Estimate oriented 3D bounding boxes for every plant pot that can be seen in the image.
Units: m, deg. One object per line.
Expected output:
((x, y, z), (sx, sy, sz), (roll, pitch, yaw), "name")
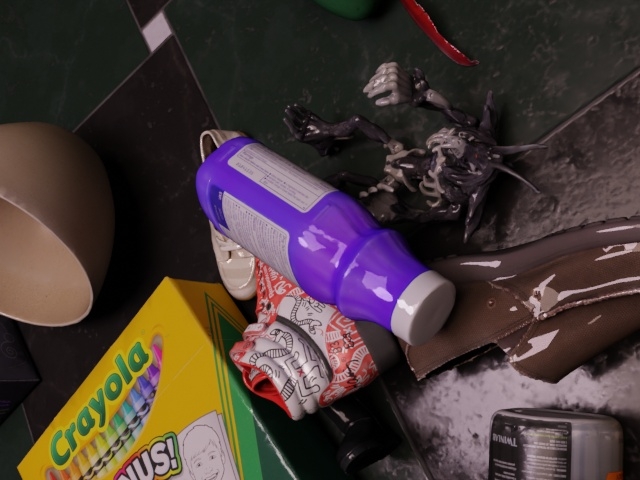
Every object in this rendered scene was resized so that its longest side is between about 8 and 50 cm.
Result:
((-0.389, -0.046, 1.086), (0.284, 0.284, 0.191), (-7, 42, 32), "plant pot")

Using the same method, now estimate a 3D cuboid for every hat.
((0.055, -0.276, 0.952), (0.173, 0.184, 0.209), (-27, 27, 20), "hat")

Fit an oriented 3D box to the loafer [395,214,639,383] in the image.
((0.223, 0.062, 0.742), (0.365, 0.133, 0.130), (-15, 79, 40), "loafer")

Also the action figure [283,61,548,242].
((0.081, -0.085, 0.839), (0.275, 0.141, 0.164), (2, 81, 36), "action figure")

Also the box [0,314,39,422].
((-0.573, 0.231, 1.193), (0.270, 0.165, 0.143), (-44, 62, 19), "box")

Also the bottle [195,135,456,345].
((0.000, 0.000, 0.781), (0.282, 0.118, 0.092), (33, 68, 34), "bottle")

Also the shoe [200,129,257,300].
((-0.113, -0.034, 1.001), (0.076, 0.058, 0.219), (-16, 74, 30), "shoe")

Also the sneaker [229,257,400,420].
((-0.047, 0.070, 0.874), (0.145, 0.090, 0.270), (-31, 50, -12), "sneaker")

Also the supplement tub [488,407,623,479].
((0.206, 0.249, 0.720), (0.117, 0.117, 0.191), (-1, 83, 33), "supplement tub")

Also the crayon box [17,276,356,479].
((-0.176, 0.280, 0.961), (0.363, 0.106, 0.313), (-49, 62, 20), "crayon box")

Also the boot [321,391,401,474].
((0.026, 0.187, 0.846), (0.099, 0.121, 0.045), (47, 107, 22), "boot")
